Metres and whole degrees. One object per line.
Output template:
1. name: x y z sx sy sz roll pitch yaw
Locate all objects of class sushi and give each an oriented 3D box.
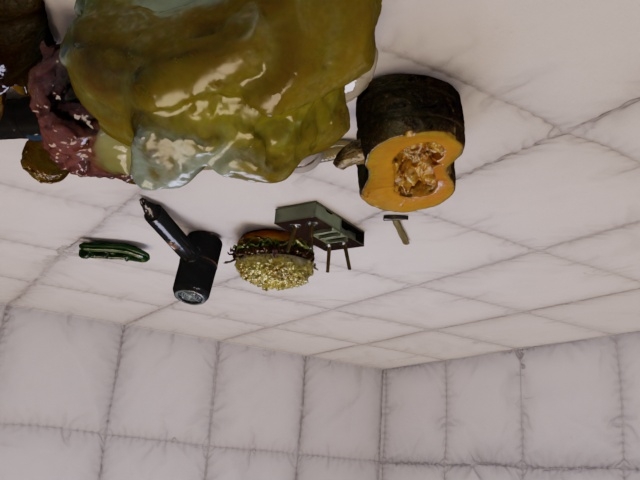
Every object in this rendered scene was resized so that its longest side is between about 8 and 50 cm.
1. sushi: -0.295 -0.202 1.108 0.270 0.236 0.171 5 151 -10

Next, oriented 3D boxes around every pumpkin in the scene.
1. pumpkin: 0.132 -0.164 1.270 0.222 0.139 0.317 0 162 4
2. pumpkin: -0.465 -0.296 1.016 0.149 0.130 0.254 -12 154 41

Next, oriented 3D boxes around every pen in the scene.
1. pen: -0.030 -0.168 1.459 0.233 0.032 0.040 -7 135 31

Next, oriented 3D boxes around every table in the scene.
1. table: 0.000 0.000 1.827 0.122 0.111 0.240 -9 158 32

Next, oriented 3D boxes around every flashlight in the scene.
1. flashlight: -0.538 -0.222 1.324 0.424 0.103 0.103 0 161 18

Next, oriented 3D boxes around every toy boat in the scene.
1. toy boat: -0.608 0.035 2.152 0.210 0.052 0.104 5 159 -1

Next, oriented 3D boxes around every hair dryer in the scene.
1. hair dryer: -0.380 0.012 1.885 0.107 0.189 0.352 -5 146 22

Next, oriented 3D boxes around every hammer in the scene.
1. hammer: 0.208 -0.025 1.861 0.062 0.013 0.199 -1 161 16

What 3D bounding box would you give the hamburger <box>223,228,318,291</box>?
1. hamburger: -0.135 0.058 1.986 0.262 0.138 0.243 5 162 -7

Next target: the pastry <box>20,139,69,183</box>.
1. pastry: -0.553 -0.166 1.474 0.109 0.097 0.057 -23 171 -40

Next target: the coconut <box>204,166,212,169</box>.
1. coconut: -0.239 -0.186 1.323 0.122 0.116 0.116 0 162 -3

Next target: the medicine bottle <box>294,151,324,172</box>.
1. medicine bottle: -0.053 -0.194 1.271 0.103 0.102 0.186 0 161 11

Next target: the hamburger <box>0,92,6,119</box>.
1. hamburger: -0.586 -0.240 1.143 0.118 0.181 0.191 14 174 21

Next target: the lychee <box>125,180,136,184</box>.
1. lychee: -0.350 -0.161 1.416 0.114 0.114 0.146 13 171 -24

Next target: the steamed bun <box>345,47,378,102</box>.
1. steamed bun: -0.006 -0.270 1.037 0.183 0.106 0.183 7 161 2

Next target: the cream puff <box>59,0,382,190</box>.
1. cream puff: -0.093 -0.215 0.815 0.378 0.378 0.275 -3 154 21
